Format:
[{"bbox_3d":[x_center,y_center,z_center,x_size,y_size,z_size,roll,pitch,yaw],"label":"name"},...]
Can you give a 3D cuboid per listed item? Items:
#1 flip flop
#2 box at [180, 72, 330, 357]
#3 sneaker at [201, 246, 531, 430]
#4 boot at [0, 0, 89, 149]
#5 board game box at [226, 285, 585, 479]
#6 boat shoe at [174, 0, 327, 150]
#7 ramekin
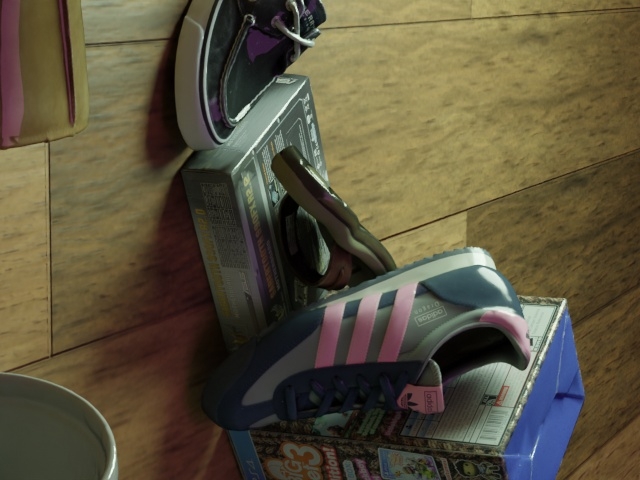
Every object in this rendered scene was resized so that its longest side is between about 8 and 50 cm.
[{"bbox_3d":[0.000,0.000,1.661,0.080,0.112,0.277,-44,156,-3],"label":"flip flop"},{"bbox_3d":[-0.050,-0.019,1.722,0.183,0.056,0.231,-55,142,-46],"label":"box"},{"bbox_3d":[0.048,0.119,1.659,0.131,0.319,0.112,59,-10,35],"label":"sneaker"},{"bbox_3d":[-0.198,-0.218,1.330,0.236,0.089,0.270,-17,109,-51],"label":"boot"},{"bbox_3d":[0.092,0.174,1.784,0.232,0.291,0.141,-59,143,-44],"label":"board game box"},{"bbox_3d":[-0.047,-0.210,1.640,0.108,0.102,0.301,66,36,-47],"label":"boat shoe"},{"bbox_3d":[-0.237,0.188,1.173,0.207,0.207,0.109,-48,145,-54],"label":"ramekin"}]
